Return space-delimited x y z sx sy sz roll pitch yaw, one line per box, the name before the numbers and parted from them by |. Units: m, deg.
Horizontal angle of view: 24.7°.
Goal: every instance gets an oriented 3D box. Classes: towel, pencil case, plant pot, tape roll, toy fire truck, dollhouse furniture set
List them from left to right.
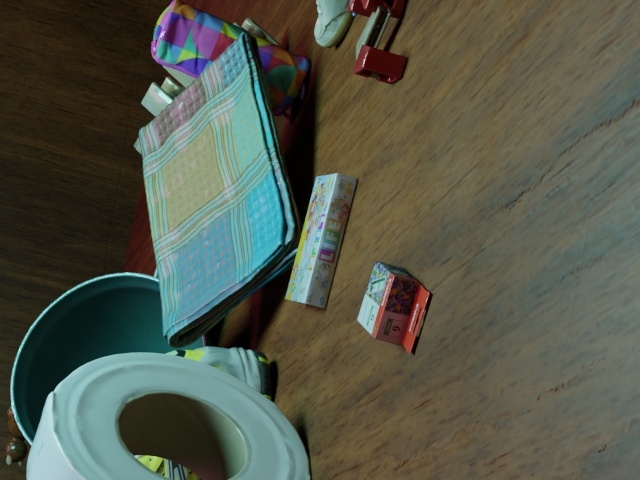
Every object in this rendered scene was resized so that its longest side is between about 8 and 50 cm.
plant pot | -0.268 0.218 2.096 0.196 0.293 0.293 58 -143 -58
tape roll | -0.159 0.241 1.534 0.286 0.286 0.100 -96 25 -57
towel | -0.148 -0.070 1.976 0.271 0.040 0.370 -38 50 33
dollhouse furniture set | -0.158 -0.194 2.279 0.212 0.161 0.242 -33 -19 -55
pencil case | -0.129 -0.260 2.104 0.104 0.236 0.104 -60 13 25
toy fire truck | 0.065 -0.252 1.674 0.192 0.047 0.135 -143 67 -77

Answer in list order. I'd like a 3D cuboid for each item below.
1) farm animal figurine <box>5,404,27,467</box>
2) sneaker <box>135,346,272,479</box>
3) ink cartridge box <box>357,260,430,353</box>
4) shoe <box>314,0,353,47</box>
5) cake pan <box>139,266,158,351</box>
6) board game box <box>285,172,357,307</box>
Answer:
farm animal figurine | -0.353 0.362 2.380 0.327 0.330 0.172 -23 44 37
sneaker | -0.180 0.307 1.856 0.145 0.147 0.384 -133 58 -73
ink cartridge box | 0.067 0.061 1.354 0.115 0.029 0.062 -136 62 -76
shoe | 0.028 -0.346 1.902 0.076 0.058 0.219 -90 20 -48
cake pan | -0.219 0.084 2.317 0.293 0.054 0.293 14 -90 -86
board game box | 0.000 0.000 1.707 0.103 0.026 0.154 180 105 -76
